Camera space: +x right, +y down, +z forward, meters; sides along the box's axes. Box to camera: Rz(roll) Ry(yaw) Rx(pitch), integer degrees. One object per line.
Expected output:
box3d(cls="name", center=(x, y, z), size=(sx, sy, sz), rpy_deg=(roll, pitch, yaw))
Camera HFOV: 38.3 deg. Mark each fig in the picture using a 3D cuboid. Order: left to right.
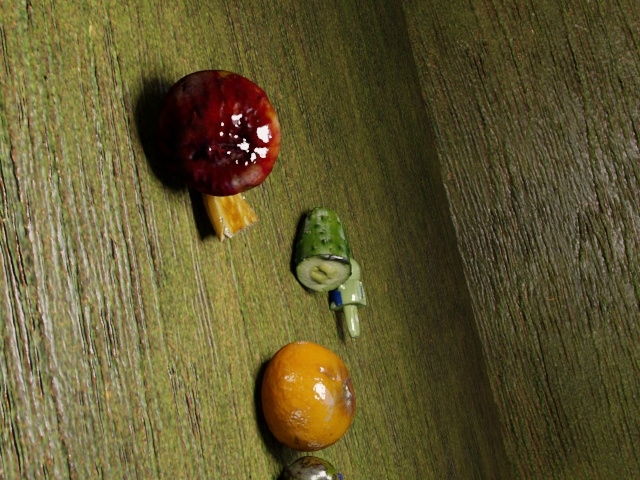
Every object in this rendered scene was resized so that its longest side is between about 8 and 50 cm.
box3d(cls="fig", center=(-0.193, -0.204, 1.696), size=(0.224, 0.224, 0.263), rpy_deg=(43, 22, -55))

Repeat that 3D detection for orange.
box3d(cls="orange", center=(-0.022, 0.311, 1.855), size=(0.224, 0.170, 0.224), rpy_deg=(-13, 90, -70))

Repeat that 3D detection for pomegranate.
box3d(cls="pomegranate", center=(-0.011, 0.494, 1.831), size=(0.138, 0.126, 0.163), rpy_deg=(67, 19, 10))

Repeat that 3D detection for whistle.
box3d(cls="whistle", center=(0.066, 0.133, 2.300), size=(0.105, 0.085, 0.227), rpy_deg=(27, 51, -62))

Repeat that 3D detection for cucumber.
box3d(cls="cucumber", center=(0.003, -0.001, 2.196), size=(0.244, 0.134, 0.134), rpy_deg=(-95, 159, -46))

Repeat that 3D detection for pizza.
box3d(cls="pizza", center=(-0.186, -0.059, 1.828), size=(0.193, 0.053, 0.201), rpy_deg=(44, 27, -51))

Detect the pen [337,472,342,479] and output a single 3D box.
box3d(cls="pen", center=(0.026, 0.625, 1.967), size=(0.033, 0.033, 0.269), rpy_deg=(54, 30, -44))
